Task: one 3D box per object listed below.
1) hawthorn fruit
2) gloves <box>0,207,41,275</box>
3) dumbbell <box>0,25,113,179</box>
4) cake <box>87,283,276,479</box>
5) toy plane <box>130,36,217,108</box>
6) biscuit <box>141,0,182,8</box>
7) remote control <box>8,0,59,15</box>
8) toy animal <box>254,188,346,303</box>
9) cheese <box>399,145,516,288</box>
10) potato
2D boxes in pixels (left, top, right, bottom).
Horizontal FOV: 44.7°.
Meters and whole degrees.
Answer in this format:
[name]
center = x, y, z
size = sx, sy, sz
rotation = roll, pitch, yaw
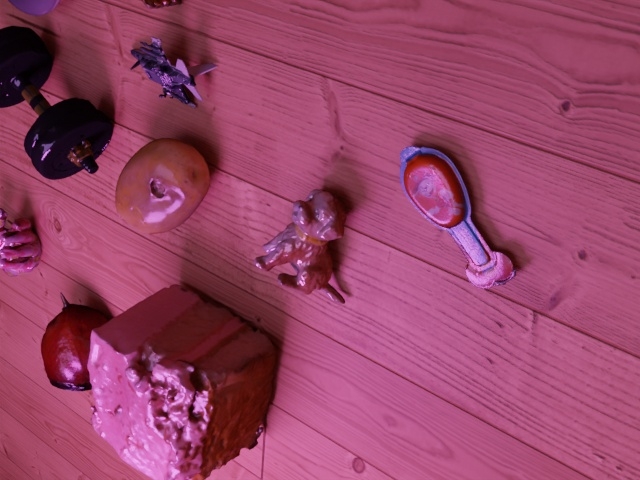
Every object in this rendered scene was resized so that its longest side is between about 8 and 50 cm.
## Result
[hawthorn fruit]
center = -0.603, 0.248, 1.929
size = 0.189, 0.189, 0.251
rotation = -23, 83, 45
[gloves]
center = -0.776, 0.006, 1.986
size = 0.241, 0.126, 0.145
rotation = -35, 63, 48
[dumbbell]
center = -0.588, -0.287, 1.624
size = 0.388, 0.185, 0.185
rotation = 48, 134, 9
[cake]
center = -0.290, 0.296, 1.602
size = 0.307, 0.293, 0.314
rotation = 29, 122, 23
[toy plane]
center = -0.295, -0.313, 1.433
size = 0.234, 0.082, 0.160
rotation = 18, 149, 33
[biscuit]
center = -0.364, -0.571, 1.344
size = 0.054, 0.094, 0.379
rotation = -37, 86, 45
[remote control]
center = -0.565, -0.596, 1.496
size = 0.221, 0.103, 0.332
rotation = 40, 134, 21
[toy animal]
center = 0.009, 0.008, 1.350
size = 0.184, 0.104, 0.185
rotation = 31, 116, -11
[cheese]
center = 0.201, -0.037, 1.180
size = 0.106, 0.037, 0.256
rotation = -36, 86, 47
[potato]
center = -0.309, -0.109, 1.510
size = 0.150, 0.146, 0.234
rotation = 29, 131, -33
